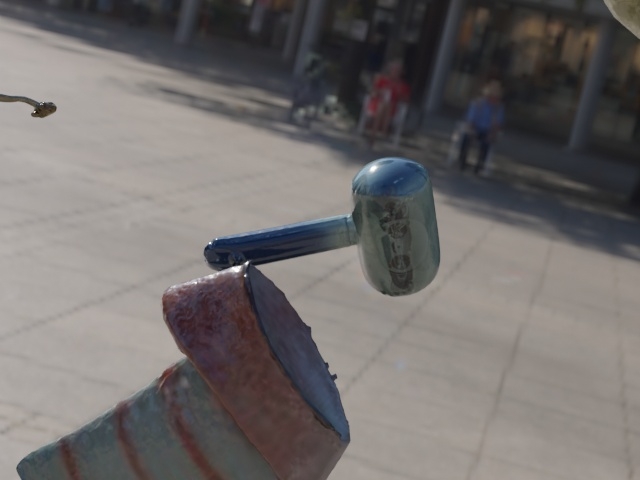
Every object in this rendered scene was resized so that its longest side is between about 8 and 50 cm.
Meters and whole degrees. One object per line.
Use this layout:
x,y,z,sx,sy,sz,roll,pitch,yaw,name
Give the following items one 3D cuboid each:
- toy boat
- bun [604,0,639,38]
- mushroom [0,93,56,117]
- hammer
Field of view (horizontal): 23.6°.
-0.119,0.157,1.193,0.282,0.206,0.096,-32,-5,20,toy boat
0.401,-0.312,1.330,0.360,0.359,0.211,14,-14,6,bun
-0.437,-0.161,1.695,0.286,0.028,0.026,5,26,-9,mushroom
0.000,0.000,1.254,0.194,0.116,0.069,-11,31,0,hammer
